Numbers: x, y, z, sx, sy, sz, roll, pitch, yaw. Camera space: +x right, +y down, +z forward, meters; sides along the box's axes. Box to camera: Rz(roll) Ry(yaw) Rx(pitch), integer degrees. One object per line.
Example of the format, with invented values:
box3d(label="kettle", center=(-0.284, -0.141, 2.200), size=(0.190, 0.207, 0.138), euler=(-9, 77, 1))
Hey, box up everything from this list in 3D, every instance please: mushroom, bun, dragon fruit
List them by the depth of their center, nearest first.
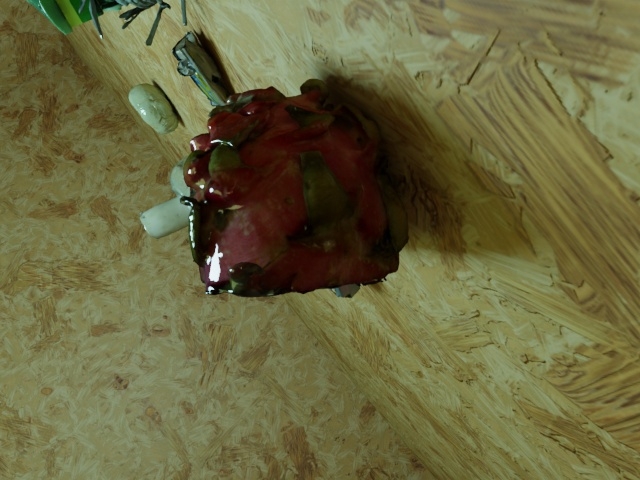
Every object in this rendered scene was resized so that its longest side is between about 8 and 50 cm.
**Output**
box3d(label="dragon fruit", center=(-0.030, -0.077, 0.577), size=(0.314, 0.297, 0.262), euler=(-175, 82, -74))
box3d(label="mushroom", center=(-0.424, -0.113, 1.466), size=(0.314, 0.336, 0.314), euler=(56, 168, 19))
box3d(label="bun", center=(-0.580, -0.469, 1.540), size=(0.188, 0.111, 0.164), euler=(52, -177, -15))

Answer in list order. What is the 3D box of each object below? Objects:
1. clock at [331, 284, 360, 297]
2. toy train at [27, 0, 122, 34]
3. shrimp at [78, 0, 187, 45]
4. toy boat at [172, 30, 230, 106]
box3d(label="clock", center=(0.000, 0.000, 0.945), size=(0.186, 0.083, 0.253), euler=(40, 162, 36))
box3d(label="toy train", center=(-0.593, -0.606, 1.044), size=(0.301, 0.202, 0.120), euler=(40, 157, 38))
box3d(label="shrimp", center=(-0.291, -0.426, 0.682), size=(0.411, 0.165, 0.221), euler=(13, 161, 46))
box3d(label="toy boat", center=(-0.226, -0.324, 0.897), size=(0.210, 0.066, 0.084), euler=(52, -158, -41))
